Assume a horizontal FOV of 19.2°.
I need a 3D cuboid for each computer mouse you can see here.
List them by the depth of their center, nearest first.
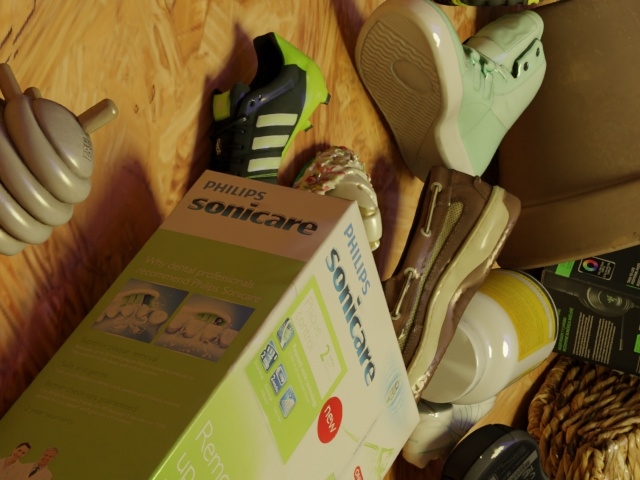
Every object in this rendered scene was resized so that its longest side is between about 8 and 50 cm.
[{"bbox_3d":[0.134,0.253,1.710,0.184,0.060,0.262,-48,150,-3],"label":"computer mouse"}]

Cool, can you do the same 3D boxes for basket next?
[{"bbox_3d":[0.276,0.300,1.992,0.213,0.223,0.299,-19,113,-33],"label":"basket"}]

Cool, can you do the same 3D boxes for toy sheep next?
[{"bbox_3d":[-0.162,-0.037,0.972,0.091,0.132,0.091,53,12,-16],"label":"toy sheep"}]

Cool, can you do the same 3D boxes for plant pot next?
[{"bbox_3d":[0.262,-0.116,1.766,0.263,0.263,0.229,-25,100,-62],"label":"plant pot"}]

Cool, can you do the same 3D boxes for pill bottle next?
[{"bbox_3d":[0.135,0.087,1.659,0.184,0.103,0.103,-18,111,-64],"label":"pill bottle"}]

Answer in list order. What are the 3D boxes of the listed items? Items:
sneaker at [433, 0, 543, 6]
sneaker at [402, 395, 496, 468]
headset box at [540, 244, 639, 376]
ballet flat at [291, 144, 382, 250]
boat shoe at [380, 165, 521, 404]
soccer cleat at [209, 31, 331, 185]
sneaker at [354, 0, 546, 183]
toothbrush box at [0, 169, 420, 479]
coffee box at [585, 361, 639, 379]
[{"bbox_3d":[0.209,-0.323,1.700,0.385,0.145,0.147,-45,133,-58],"label":"sneaker"},{"bbox_3d":[0.109,0.161,1.689,0.152,0.054,0.061,-13,116,-59],"label":"sneaker"},{"bbox_3d":[0.373,0.017,1.975,0.131,0.283,0.246,91,21,-49],"label":"headset box"},{"bbox_3d":[0.000,0.000,1.379,0.241,0.077,0.091,-48,136,-54],"label":"ballet flat"},{"bbox_3d":[0.061,0.056,1.527,0.257,0.095,0.095,-60,-178,-13],"label":"boat shoe"},{"bbox_3d":[-0.054,-0.061,1.287,0.072,0.060,0.179,42,57,-31],"label":"soccer cleat"},{"bbox_3d":[0.114,-0.157,1.536,0.151,0.094,0.256,-53,155,-16],"label":"sneaker"},{"bbox_3d":[-0.070,0.129,1.152,0.283,0.122,0.206,-54,142,-36],"label":"toothbrush box"},{"bbox_3d":[0.387,0.071,2.167,0.098,0.141,0.246,52,47,-56],"label":"coffee box"}]
